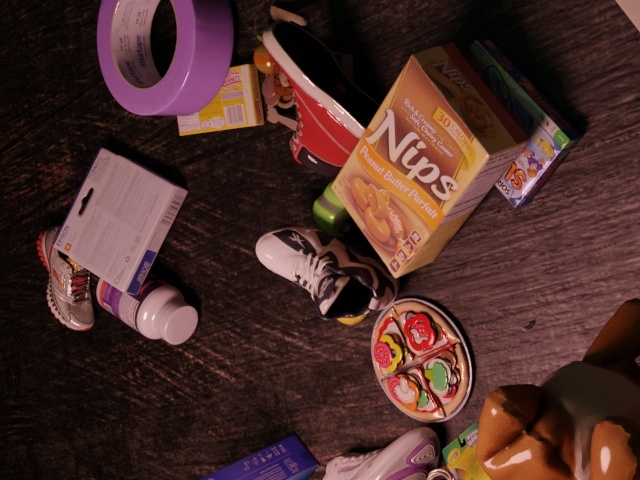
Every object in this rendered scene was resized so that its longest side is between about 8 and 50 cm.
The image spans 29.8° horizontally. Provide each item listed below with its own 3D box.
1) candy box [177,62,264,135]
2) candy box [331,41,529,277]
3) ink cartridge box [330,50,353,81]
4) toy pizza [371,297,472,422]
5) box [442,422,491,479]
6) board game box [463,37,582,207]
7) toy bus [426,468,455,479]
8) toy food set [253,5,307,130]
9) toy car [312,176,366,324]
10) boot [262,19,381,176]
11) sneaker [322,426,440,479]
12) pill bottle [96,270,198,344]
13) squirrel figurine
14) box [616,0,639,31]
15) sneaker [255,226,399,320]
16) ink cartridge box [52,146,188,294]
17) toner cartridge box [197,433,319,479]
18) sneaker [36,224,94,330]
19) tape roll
[{"bbox_3d":[-0.180,-0.242,2.079,0.206,0.027,0.105,-1,96,45],"label":"candy box"},{"bbox_3d":[0.147,-0.108,1.717,0.183,0.087,0.316,55,145,17],"label":"candy box"},{"bbox_3d":[0.012,-0.273,1.884,0.083,0.028,0.048,17,112,40],"label":"ink cartridge box"},{"bbox_3d":[0.150,0.190,1.875,0.201,0.032,0.201,14,110,41],"label":"toy pizza"},{"bbox_3d":[0.265,0.365,1.806,0.179,0.043,0.105,55,133,15],"label":"box"},{"bbox_3d":[0.254,-0.164,1.675,0.201,0.035,0.136,51,131,22],"label":"board game box"},{"bbox_3d":[0.183,0.437,1.856,0.202,0.104,0.191,-36,96,28],"label":"toy bus"},{"bbox_3d":[-0.069,-0.275,1.934,0.132,0.038,0.192,31,123,55],"label":"toy food set"},{"bbox_3d":[0.000,0.000,1.953,0.239,0.053,0.225,37,125,31],"label":"toy car"},{"bbox_3d":[-0.030,-0.210,1.860,0.244,0.088,0.176,47,137,-8],"label":"boot"},{"bbox_3d":[0.072,0.381,1.946,0.305,0.114,0.152,-51,45,30],"label":"sneaker"},{"bbox_3d":[-0.323,0.120,2.261,0.193,0.108,0.108,28,119,36],"label":"pill bottle"},{"bbox_3d":[0.393,0.344,1.454,0.370,0.281,0.397,40,137,34],"label":"squirrel figurine"},{"bbox_3d":[0.399,-0.330,1.437,0.275,0.113,0.094,56,131,15],"label":"box"},{"bbox_3d":[0.000,0.053,1.836,0.235,0.153,0.094,27,105,5],"label":"sneaker"},{"bbox_3d":[-0.378,-0.039,2.253,0.224,0.045,0.223,28,93,36],"label":"ink cartridge box"},{"bbox_3d":[-0.172,0.455,2.037,0.075,0.348,0.165,49,131,21],"label":"toner cartridge box"},{"bbox_3d":[-0.510,0.075,2.445,0.092,0.088,0.225,-21,87,44],"label":"sneaker"},{"bbox_3d":[-0.271,-0.353,2.072,0.275,0.090,0.275,5,98,43],"label":"tape roll"}]
